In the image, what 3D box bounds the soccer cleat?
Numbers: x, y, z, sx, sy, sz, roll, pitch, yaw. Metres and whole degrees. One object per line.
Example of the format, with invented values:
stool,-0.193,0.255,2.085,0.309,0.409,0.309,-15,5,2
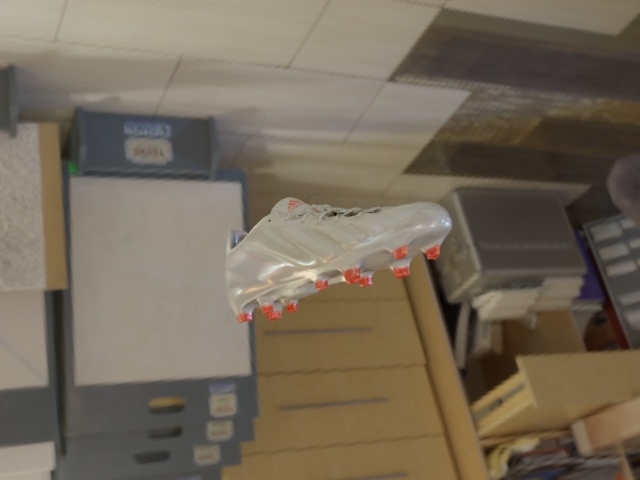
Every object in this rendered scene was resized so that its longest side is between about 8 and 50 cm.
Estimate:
soccer cleat,0.000,0.000,0.627,0.196,0.076,0.068,-22,164,40
